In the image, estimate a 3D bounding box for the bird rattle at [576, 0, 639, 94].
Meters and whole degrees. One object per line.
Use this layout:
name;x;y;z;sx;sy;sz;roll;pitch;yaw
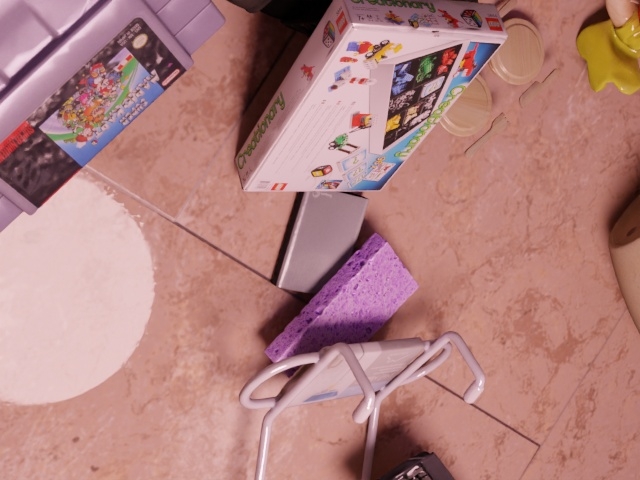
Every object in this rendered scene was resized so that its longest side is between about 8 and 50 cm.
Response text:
bird rattle;0.425;-0.312;1.435;0.143;0.207;0.253;-44;141;-28

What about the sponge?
sponge;0.030;0.098;1.426;0.210;0.031;0.117;-46;140;-8

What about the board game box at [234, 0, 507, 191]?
board game box;0.047;-0.154;1.251;0.193;0.053;0.305;-1;150;-29

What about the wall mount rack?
wall mount rack;0.036;0.237;1.417;0.350;0.130;0.304;-1;142;-43

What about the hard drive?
hard drive;0.000;0.000;1.405;0.094;0.022;0.135;12;99;-31

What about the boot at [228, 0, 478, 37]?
boot;0.085;-0.295;1.198;0.260;0.348;0.131;25;65;-28

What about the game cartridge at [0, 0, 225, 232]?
game cartridge;-0.277;-0.172;1.116;0.355;0.068;0.230;-43;137;-2

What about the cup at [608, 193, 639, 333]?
cup;0.549;0.029;1.575;0.237;0.331;0.331;42;83;-7

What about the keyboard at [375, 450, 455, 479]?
keyboard;0.122;0.414;1.544;0.201;0.033;0.317;-33;135;1

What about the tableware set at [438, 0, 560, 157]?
tableware set;0.213;-0.210;1.449;0.194;0.039;0.128;-42;109;-18
